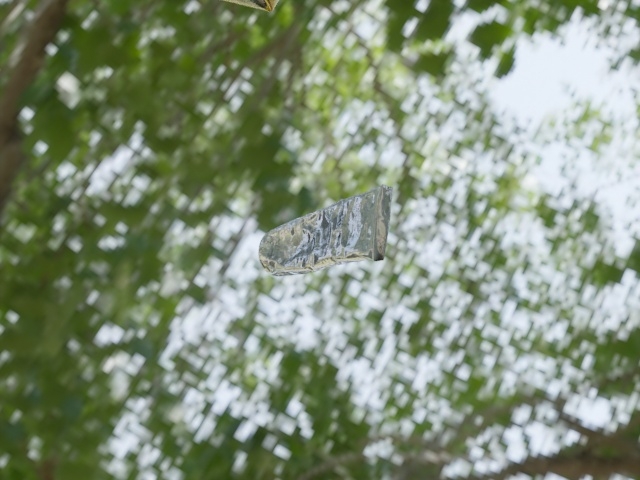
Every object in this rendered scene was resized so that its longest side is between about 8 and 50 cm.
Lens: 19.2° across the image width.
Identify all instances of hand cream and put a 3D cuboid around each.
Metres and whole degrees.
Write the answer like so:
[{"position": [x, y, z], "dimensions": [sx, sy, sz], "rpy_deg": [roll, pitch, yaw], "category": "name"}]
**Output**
[{"position": [0.000, 0.000, 0.746], "dimensions": [0.019, 0.030, 0.093], "rpy_deg": [16, -17, -24], "category": "hand cream"}]

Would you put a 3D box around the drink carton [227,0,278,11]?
[{"position": [-0.012, -0.251, 1.296], "dimensions": [0.074, 0.200, 0.084], "rpy_deg": [15, -33, 37], "category": "drink carton"}]
